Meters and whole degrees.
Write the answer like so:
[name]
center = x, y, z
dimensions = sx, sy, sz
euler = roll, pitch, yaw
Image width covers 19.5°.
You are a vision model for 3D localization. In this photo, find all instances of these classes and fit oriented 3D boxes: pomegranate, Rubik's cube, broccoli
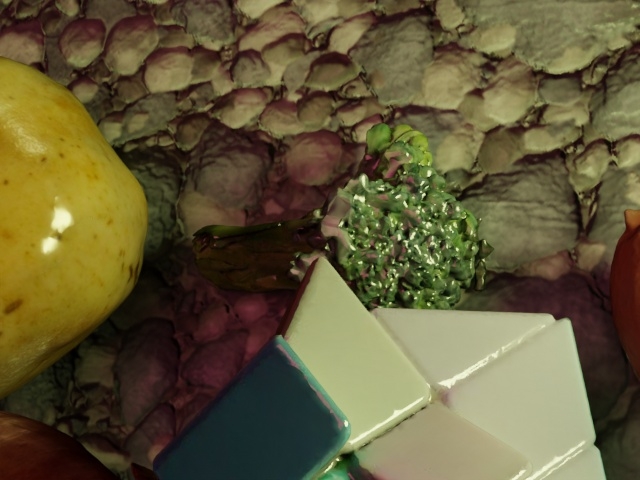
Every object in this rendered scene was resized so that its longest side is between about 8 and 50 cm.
[pomegranate]
center = -0.318, -0.002, 1.662
dimensions = 0.332, 0.332, 0.332
euler = -6, 76, 26
[Rubik's cube]
center = 0.042, 0.238, 1.378
dimensions = 0.368, 0.358, 0.387
euler = 3, 56, -16
[broccoli]
center = 0.009, -0.017, 1.591
dimensions = 0.275, 0.177, 0.198
euler = 24, 96, 42

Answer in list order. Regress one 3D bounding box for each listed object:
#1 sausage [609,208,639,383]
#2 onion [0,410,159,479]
[sausage]
center = 0.308, 0.081, 1.416
dimensions = 0.148, 0.148, 0.254
euler = -37, 67, 15
[onion]
center = -0.268, 0.310, 1.571
dimensions = 0.353, 0.353, 0.354
euler = -6, 76, 26
